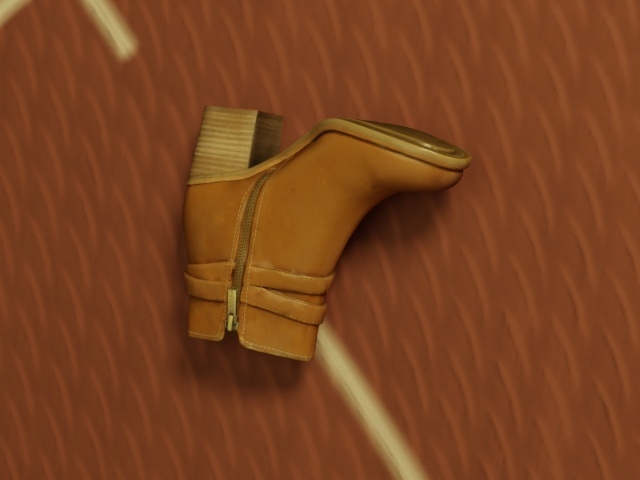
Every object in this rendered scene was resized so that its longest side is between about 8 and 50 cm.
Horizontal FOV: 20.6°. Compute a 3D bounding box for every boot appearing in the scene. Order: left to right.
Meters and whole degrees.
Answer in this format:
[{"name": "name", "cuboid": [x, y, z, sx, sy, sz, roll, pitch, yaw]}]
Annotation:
[{"name": "boot", "cuboid": [0.000, 0.000, 1.088, 0.197, 0.073, 0.152, 8, 93, 35]}]
